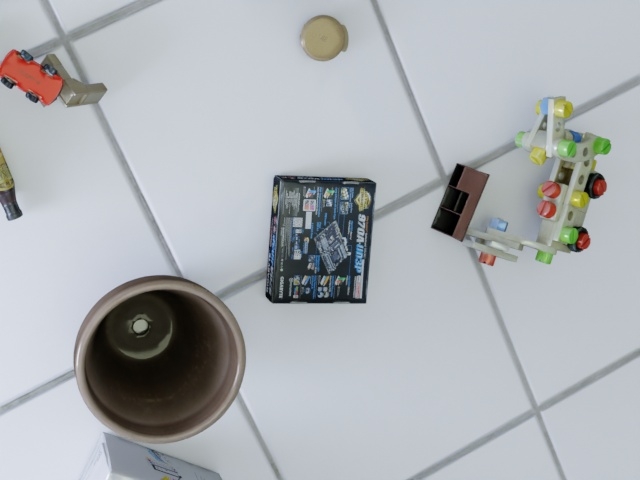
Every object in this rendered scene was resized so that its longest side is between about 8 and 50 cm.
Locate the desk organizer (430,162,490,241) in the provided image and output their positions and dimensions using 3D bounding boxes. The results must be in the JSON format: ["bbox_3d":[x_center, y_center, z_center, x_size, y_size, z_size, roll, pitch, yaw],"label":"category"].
[{"bbox_3d":[0.249,-0.069,2.078,0.050,0.047,0.130,20,95,-18],"label":"desk organizer"}]

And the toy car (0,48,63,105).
[{"bbox_3d":[-0.516,-0.319,1.777,0.239,0.053,0.225,-2,97,-9],"label":"toy car"}]

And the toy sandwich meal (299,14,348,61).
[{"bbox_3d":[0.005,-0.341,1.955,0.085,0.029,0.086,-3,104,-12],"label":"toy sandwich meal"}]

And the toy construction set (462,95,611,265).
[{"bbox_3d":[0.399,-0.085,2.066,0.215,0.151,0.328,17,105,-44],"label":"toy construction set"}]

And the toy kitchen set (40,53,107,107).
[{"bbox_3d":[-0.403,-0.245,1.850,0.068,0.075,0.083,-45,76,34],"label":"toy kitchen set"}]

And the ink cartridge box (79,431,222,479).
[{"bbox_3d":[-0.291,0.461,1.956,0.232,0.168,0.171,23,95,-20],"label":"ink cartridge box"}]

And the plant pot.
[{"bbox_3d":[-0.269,0.165,1.868,0.263,0.229,0.263,-3,102,-16],"label":"plant pot"}]

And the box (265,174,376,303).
[{"bbox_3d":[0.000,0.000,2.012,0.175,0.051,0.220,0,101,-18],"label":"box"}]

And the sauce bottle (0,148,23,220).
[{"bbox_3d":[-0.506,-0.094,1.840,0.042,0.042,0.128,-24,109,-11],"label":"sauce bottle"}]
